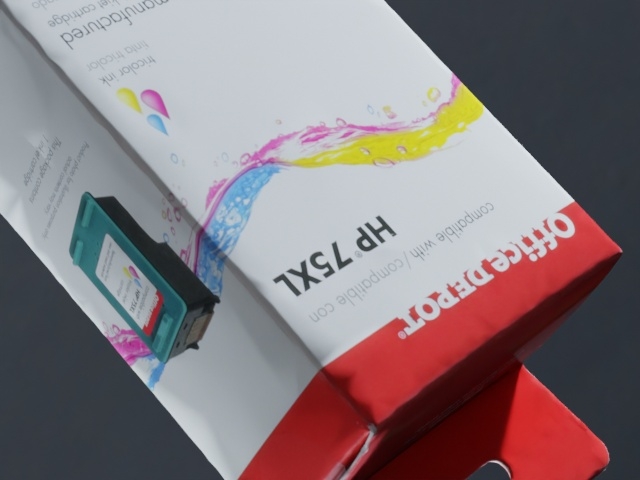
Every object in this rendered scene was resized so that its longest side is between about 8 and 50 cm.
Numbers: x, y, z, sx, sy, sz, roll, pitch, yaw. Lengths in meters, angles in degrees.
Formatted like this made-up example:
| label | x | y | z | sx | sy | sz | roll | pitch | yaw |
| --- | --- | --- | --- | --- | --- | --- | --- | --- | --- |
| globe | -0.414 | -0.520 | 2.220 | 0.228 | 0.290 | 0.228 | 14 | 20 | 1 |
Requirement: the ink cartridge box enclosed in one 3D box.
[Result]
| label | x | y | z | sx | sy | sz | roll | pitch | yaw |
| --- | --- | --- | --- | --- | --- | --- | --- | --- | --- |
| ink cartridge box | 0.000 | 0.000 | 0.513 | 0.134 | 0.231 | 0.078 | -31 | 163 | -40 |
